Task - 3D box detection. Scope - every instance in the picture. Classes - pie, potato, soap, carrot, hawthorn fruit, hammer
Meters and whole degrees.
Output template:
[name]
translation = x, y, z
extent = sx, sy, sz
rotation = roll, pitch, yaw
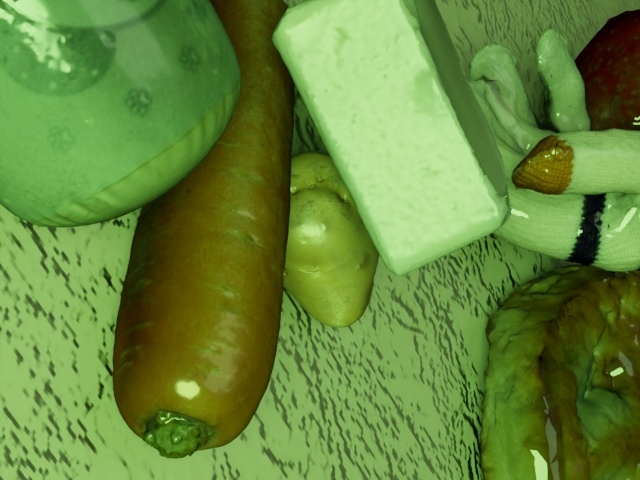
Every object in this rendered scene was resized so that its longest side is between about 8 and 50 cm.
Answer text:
[pie]
translation = 0.199, 0.147, 0.764
extent = 0.315, 0.092, 0.315
rotation = 27, 52, -40
[potato]
translation = 0.000, 0.000, 0.588
extent = 0.068, 0.062, 0.083
rotation = -28, 126, -27
[soap]
translation = 0.041, -0.063, 0.574
extent = 0.121, 0.063, 0.183
rotation = 64, 11, -5
[carrot]
translation = -0.045, -0.012, 0.520
extent = 0.067, 0.067, 0.225
rotation = 34, 48, -40
[hawthorn fruit]
translation = 0.250, -0.098, 0.885
extent = 0.157, 0.157, 0.194
rotation = 47, 27, -31
[hammer]
translation = -0.089, -0.152, 0.509
extent = 0.202, 0.113, 0.305
rotation = 59, 29, -23

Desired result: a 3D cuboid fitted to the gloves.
[gloves]
translation = 0.160, -0.041, 0.738
extent = 0.140, 0.218, 0.131
rotation = -96, -175, -51
